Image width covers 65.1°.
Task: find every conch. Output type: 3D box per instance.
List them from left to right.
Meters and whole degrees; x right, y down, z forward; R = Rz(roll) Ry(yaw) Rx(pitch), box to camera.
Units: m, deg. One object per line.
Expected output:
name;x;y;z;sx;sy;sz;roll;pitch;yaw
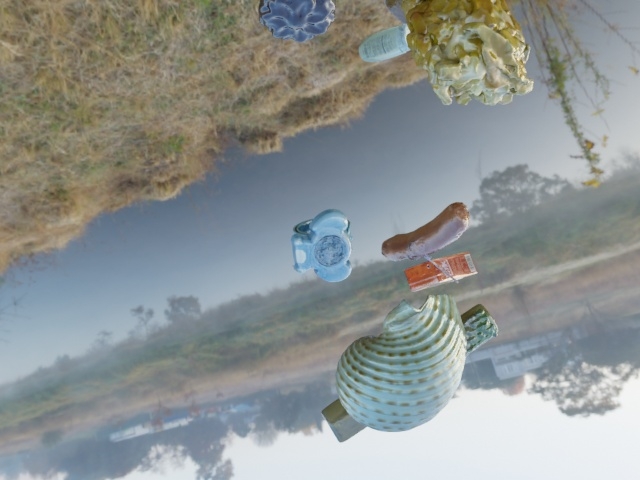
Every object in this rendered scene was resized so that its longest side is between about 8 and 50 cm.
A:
conch;0.089;0.128;0.501;0.135;0.102;0.153;-11;152;-41

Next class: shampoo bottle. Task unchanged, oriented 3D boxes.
shampoo bottle;0.170;-0.503;1.289;0.049;0.072;0.212;-18;-162;-24

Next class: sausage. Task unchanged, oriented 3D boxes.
sausage;0.258;-0.006;1.247;0.079;0.087;0.327;-29;176;-31

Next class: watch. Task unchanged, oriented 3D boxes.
watch;0.000;0.000;1.446;0.211;0.210;0.193;-14;-160;-7

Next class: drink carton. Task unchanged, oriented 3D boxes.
drink carton;0.342;0.087;1.416;0.096;0.070;0.223;-26;167;41

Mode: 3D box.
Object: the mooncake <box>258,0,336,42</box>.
mooncake;-0.082;-0.830;1.788;0.284;0.141;0.283;1;165;0

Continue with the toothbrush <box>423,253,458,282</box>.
toothbrush;0.252;0.059;1.043;0.008;0.097;0.006;-41;-164;41

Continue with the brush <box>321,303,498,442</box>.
brush;0.132;0.184;0.705;0.283;0.054;0.048;-32;170;-8

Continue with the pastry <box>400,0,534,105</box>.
pastry;0.158;-0.268;0.597;0.155;0.249;0.102;12;141;-28

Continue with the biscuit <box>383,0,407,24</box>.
biscuit;0.314;-0.639;1.286;0.277;0.052;0.262;27;143;-34
